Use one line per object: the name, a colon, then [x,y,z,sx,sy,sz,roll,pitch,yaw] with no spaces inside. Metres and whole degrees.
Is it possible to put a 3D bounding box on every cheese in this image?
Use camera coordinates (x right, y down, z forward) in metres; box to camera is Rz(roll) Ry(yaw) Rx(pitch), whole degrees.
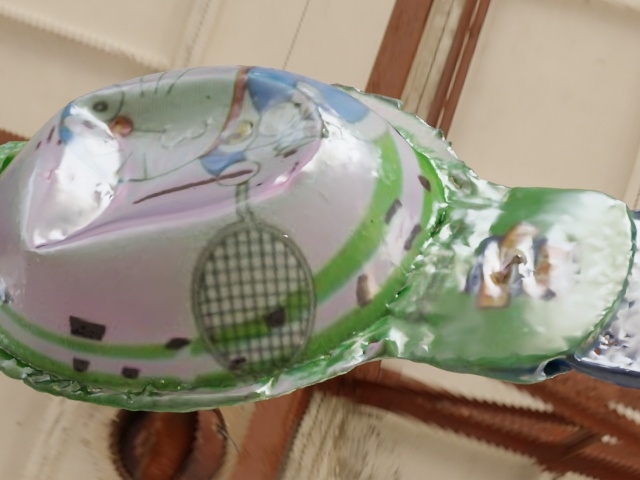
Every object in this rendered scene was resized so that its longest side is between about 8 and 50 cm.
cheese: [0.000,0.000,0.634,0.320,0.083,0.204,7,-141,22]
